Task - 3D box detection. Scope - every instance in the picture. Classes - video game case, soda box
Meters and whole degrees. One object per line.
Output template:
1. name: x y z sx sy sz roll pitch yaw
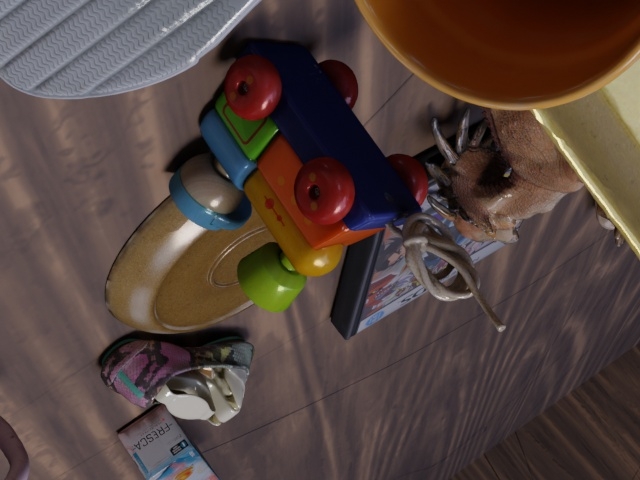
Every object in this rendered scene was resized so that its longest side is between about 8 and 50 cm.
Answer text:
1. video game case: 0.134 -0.024 1.211 0.248 0.035 0.274 -28 157 -22
2. soda box: -0.158 0.235 1.236 0.058 0.063 0.183 -35 158 -9

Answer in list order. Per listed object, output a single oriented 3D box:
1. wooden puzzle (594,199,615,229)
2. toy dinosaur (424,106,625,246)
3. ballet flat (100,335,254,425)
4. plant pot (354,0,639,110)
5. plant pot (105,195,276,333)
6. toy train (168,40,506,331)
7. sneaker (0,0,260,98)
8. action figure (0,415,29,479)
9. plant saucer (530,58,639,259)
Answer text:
1. wooden puzzle: 0.432 -0.125 1.475 0.221 0.044 0.238 -38 154 2
2. toy dinosaur: 0.178 -0.113 0.981 0.127 0.200 0.295 -29 125 -57
3. ballet flat: -0.117 0.133 1.077 0.077 0.079 0.221 -45 158 15
4. plant pot: 0.141 -0.203 0.678 0.188 0.205 0.205 -37 165 -48
5. plant pot: -0.067 0.005 0.961 0.236 0.032 0.236 -32 157 -15
6. toy train: 0.000 0.000 0.771 0.105 0.248 0.143 -8 148 -52
7. sneaker: -0.055 -0.155 0.578 0.258 0.091 0.094 -25 119 16
8. action figure: -0.373 0.258 0.747 0.370 0.248 0.275 14 101 -42
9. plant saucer: 0.354 -0.107 0.837 0.333 0.332 0.081 -34 -156 15
